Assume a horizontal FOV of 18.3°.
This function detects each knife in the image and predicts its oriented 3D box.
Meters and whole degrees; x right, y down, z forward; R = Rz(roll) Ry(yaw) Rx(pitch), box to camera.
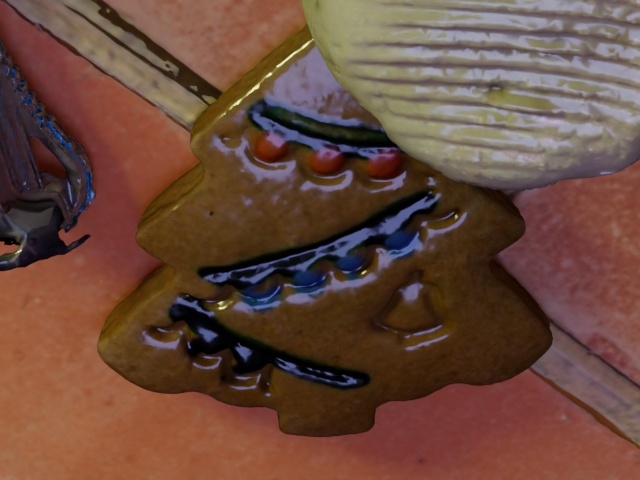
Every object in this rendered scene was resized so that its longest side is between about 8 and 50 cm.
[{"bbox_3d":[-0.203,-0.139,1.051,0.089,0.043,0.365,-32,128,-22],"label":"knife"}]

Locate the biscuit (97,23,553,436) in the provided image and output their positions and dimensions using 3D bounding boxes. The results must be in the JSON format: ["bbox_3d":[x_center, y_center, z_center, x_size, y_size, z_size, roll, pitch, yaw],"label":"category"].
[{"bbox_3d":[0.000,0.001,1.170,0.278,0.043,0.301,-5,128,-1],"label":"biscuit"}]

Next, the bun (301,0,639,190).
[{"bbox_3d":[0.106,-0.148,1.004,0.239,0.141,0.239,2,129,2],"label":"bun"}]
